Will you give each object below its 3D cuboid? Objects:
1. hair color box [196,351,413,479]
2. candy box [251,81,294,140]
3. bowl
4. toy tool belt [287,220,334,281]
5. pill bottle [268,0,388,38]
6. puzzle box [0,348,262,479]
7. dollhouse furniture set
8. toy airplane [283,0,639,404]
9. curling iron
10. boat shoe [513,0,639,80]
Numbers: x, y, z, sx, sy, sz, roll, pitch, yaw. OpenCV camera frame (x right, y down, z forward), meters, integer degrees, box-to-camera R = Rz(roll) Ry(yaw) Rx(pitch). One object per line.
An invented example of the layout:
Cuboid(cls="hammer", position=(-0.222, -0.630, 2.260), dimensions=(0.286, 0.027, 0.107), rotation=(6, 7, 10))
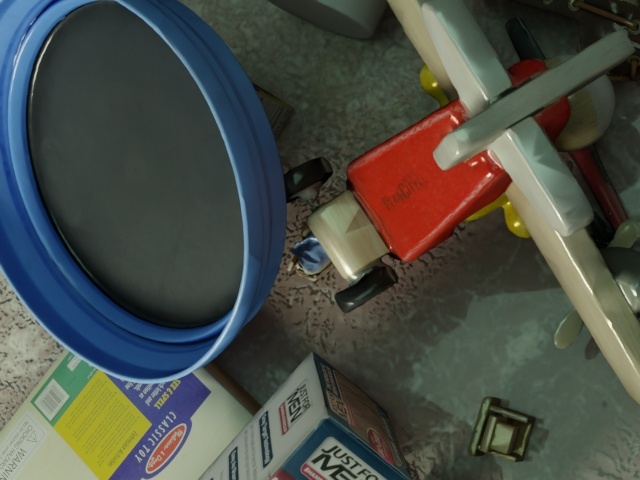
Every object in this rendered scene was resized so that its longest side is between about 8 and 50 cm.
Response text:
Cuboid(cls="hair color box", position=(-0.076, 0.281, 1.077), dimensions=(0.105, 0.174, 0.347), rotation=(39, 97, -12))
Cuboid(cls="candy box", position=(-0.117, -0.156, 1.206), dimensions=(0.109, 0.186, 0.053), rotation=(33, 96, 24))
Cuboid(cls="bowl", position=(-0.192, -0.059, 1.130), dimensions=(0.391, 0.077, 0.391), rotation=(17, 118, 35))
Cuboid(cls="toy tool belt", position=(0.000, 0.000, 1.204), dimensions=(0.052, 0.051, 0.083), rotation=(38, 96, 23))
Cuboid(cls="pill bottle", position=(0.045, -0.358, 1.190), dimensions=(0.160, 0.160, 0.283), rotation=(23, 90, 24))
Cuboid(cls="puzzle box", position=(-0.236, 0.283, 1.252), dimensions=(0.272, 0.052, 0.409), rotation=(42, 97, 24))
Cuboid(cls="dollhouse furniture set", position=(0.102, 0.210, 1.052), dimensions=(0.101, 0.182, 0.161), rotation=(16, 87, 24))
Cuboid(cls="toy airplane", position=(0.148, -0.091, 0.990), dimensions=(0.272, 0.386, 0.384), rotation=(-29, 40, -25))
Cuboid(cls="curling iron", position=(0.228, -0.095, 1.135), dimensions=(0.068, 0.035, 0.274), rotation=(-22, 73, 18))
Cuboid(cls="boat shoe", position=(0.283, -0.198, 1.096), dimensions=(0.342, 0.123, 0.123), rotation=(35, 111, 22))
